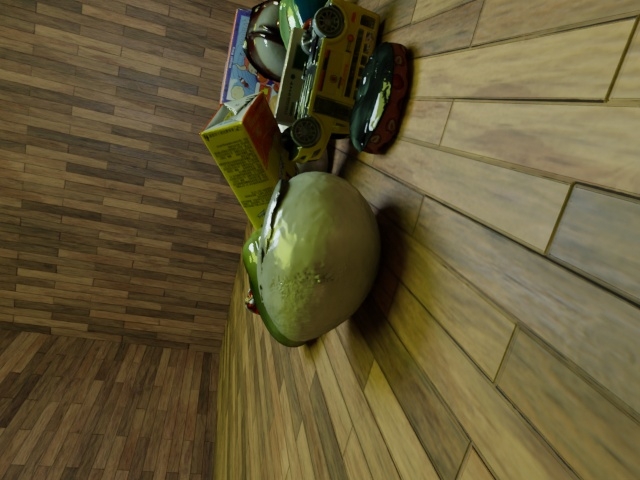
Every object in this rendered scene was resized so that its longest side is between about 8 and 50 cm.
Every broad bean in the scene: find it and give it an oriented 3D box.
[{"bbox_3d":[-0.094,0.106,1.026,0.238,0.119,0.290,30,137,62],"label":"broad bean"}]

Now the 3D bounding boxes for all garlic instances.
[{"bbox_3d":[-0.064,-0.249,1.183,0.143,0.112,0.317,-32,68,51],"label":"garlic"}]

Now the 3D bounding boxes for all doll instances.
[{"bbox_3d":[-0.018,-0.568,1.240,0.198,0.186,0.321,83,174,-61],"label":"doll"}]

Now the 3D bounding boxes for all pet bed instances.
[{"bbox_3d":[0.099,-0.250,0.800,0.201,0.054,0.201,-170,90,-75],"label":"pet bed"}]

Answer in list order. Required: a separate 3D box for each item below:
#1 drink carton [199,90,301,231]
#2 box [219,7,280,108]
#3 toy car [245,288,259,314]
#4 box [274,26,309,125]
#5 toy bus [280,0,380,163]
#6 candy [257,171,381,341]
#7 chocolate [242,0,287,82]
[{"bbox_3d":[-0.125,-0.142,1.048,0.154,0.111,0.351,-74,-32,-46],"label":"drink carton"},{"bbox_3d":[-0.207,-0.643,1.751,0.257,0.319,0.348,-149,71,-76],"label":"box"},{"bbox_3d":[-0.164,0.176,1.450,0.112,0.112,0.139,-1,69,61],"label":"toy car"},{"bbox_3d":[-0.010,-0.365,1.071,0.095,0.168,0.211,-138,60,-77],"label":"box"},{"bbox_3d":[0.019,-0.319,0.960,0.144,0.152,0.329,-158,80,-75],"label":"toy bus"},{"bbox_3d":[0.000,0.029,0.721,0.295,0.186,0.295,7,-90,-88],"label":"candy"},{"bbox_3d":[-0.098,-0.648,1.432,0.186,0.284,0.283,-132,53,-73],"label":"chocolate"}]
